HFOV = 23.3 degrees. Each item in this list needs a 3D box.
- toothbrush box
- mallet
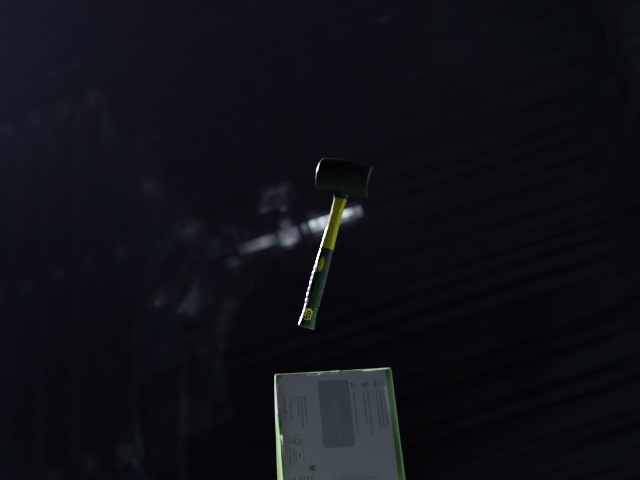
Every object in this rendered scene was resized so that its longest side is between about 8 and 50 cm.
[{"bbox_3d":[0.019,0.289,1.555,0.283,0.122,0.206,93,173,-52],"label":"toothbrush box"},{"bbox_3d":[0.000,0.000,1.653,0.039,0.062,0.190,52,-121,-69],"label":"mallet"}]
